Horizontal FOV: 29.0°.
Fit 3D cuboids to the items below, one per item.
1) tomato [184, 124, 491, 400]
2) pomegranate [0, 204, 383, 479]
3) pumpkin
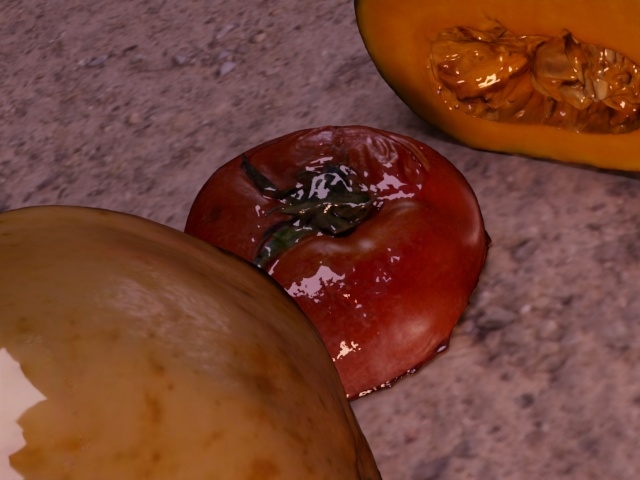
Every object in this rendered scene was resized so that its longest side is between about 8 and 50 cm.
[{"bbox_3d":[-0.002,-0.004,0.845,0.228,0.101,0.228,-9,43,9],"label":"tomato"},{"bbox_3d":[-0.136,0.145,0.570,0.342,0.342,0.342,-12,42,11],"label":"pomegranate"},{"bbox_3d":[0.165,-0.173,0.862,0.317,0.222,0.139,17,55,36],"label":"pumpkin"}]
